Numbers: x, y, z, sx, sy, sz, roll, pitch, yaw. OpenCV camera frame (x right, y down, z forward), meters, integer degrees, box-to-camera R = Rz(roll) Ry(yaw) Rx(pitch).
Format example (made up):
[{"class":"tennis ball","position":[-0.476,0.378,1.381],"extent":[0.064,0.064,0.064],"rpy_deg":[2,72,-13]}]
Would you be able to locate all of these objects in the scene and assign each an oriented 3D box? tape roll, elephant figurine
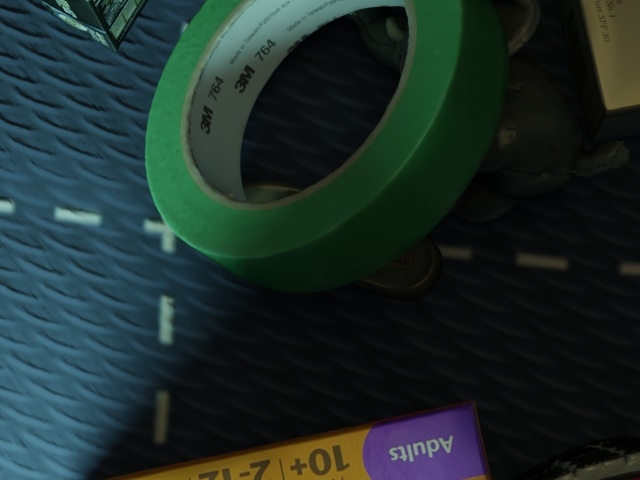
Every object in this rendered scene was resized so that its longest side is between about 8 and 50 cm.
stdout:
[{"class":"tape roll","position":[-0.001,-0.117,1.243],"extent":[0.321,0.077,0.321],"rpy_deg":[-19,56,30]},{"class":"elephant figurine","position":[0.132,-0.150,1.304],"extent":[0.186,0.169,0.240],"rpy_deg":[10,62,-25]}]

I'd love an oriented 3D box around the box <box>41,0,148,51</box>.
[{"class":"box","position":[-0.178,-0.280,1.332],"extent":[0.077,0.147,0.180],"rpy_deg":[30,83,7]}]

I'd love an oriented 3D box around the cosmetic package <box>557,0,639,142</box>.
[{"class":"cosmetic package","position":[0.376,-0.197,1.315],"extent":[0.309,0.113,0.160],"rpy_deg":[-12,79,1]}]

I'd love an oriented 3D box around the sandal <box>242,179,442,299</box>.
[{"class":"sandal","position":[0.000,0.000,1.319],"extent":[0.219,0.060,0.090],"rpy_deg":[17,81,5]}]

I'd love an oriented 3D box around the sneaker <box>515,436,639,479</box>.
[{"class":"sneaker","position":[0.278,0.223,1.250],"extent":[0.279,0.107,0.118],"rpy_deg":[-11,88,2]}]

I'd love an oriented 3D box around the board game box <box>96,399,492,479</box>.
[{"class":"board game box","position":[-0.029,0.338,1.110],"extent":[0.356,0.356,0.357],"rpy_deg":[-12,79,0]}]
